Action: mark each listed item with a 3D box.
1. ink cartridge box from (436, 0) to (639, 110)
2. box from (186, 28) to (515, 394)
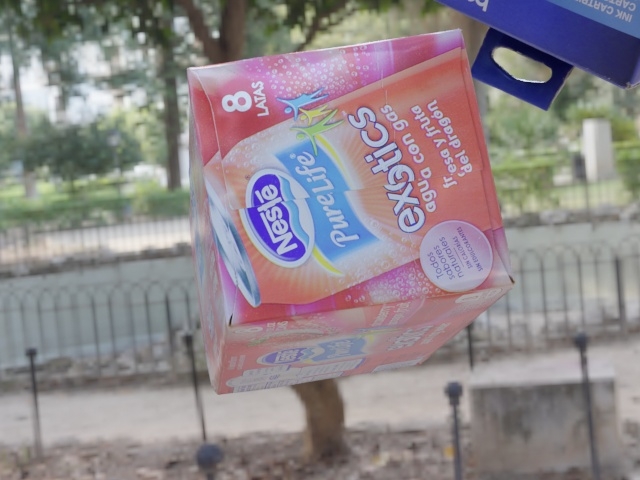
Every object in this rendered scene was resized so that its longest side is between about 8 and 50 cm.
[{"bbox_3d":[0.256,-0.329,1.277,0.270,0.395,0.151,30,34,27],"label":"ink cartridge box"},{"bbox_3d":[0.000,0.000,0.798,0.154,0.142,0.300,-9,-12,-7],"label":"box"}]
